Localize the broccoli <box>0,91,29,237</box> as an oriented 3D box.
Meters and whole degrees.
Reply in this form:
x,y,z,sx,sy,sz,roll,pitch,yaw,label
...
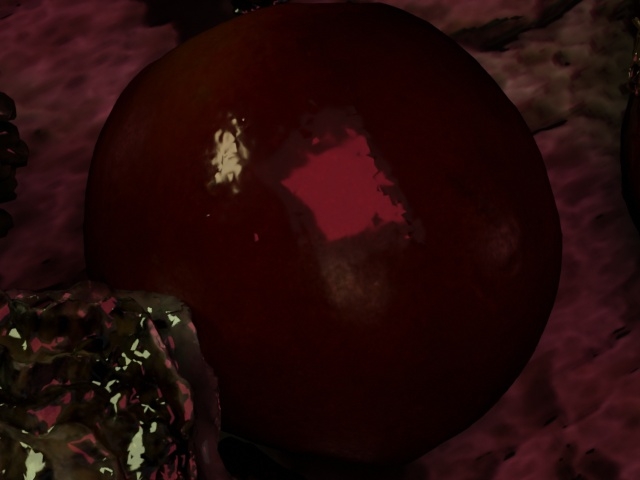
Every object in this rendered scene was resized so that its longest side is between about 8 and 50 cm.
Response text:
x,y,z,sx,sy,sz,roll,pitch,yaw,label
-0.312,-0.067,0.802,0.272,0.334,0.324,-27,65,-39,broccoli

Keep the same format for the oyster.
x,y,z,sx,sy,sz,roll,pitch,yaw,label
-0.161,0.131,0.780,0.267,0.112,0.198,-26,70,10,oyster

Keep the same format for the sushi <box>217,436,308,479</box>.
x,y,z,sx,sy,sz,roll,pitch,yaw,label
-0.061,0.209,0.826,0.126,0.136,0.225,37,74,7,sushi

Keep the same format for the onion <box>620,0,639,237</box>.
x,y,z,sx,sy,sz,roll,pitch,yaw,label
0.258,-0.078,0.904,0.281,0.221,0.281,17,53,-24,onion

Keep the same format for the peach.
x,y,z,sx,sy,sz,roll,pitch,yaw,label
0.000,0.000,0.866,0.243,0.199,0.243,-1,80,3,peach

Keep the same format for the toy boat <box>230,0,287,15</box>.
x,y,z,sx,sy,sz,roll,pitch,yaw,label
-0.086,-0.354,1.014,0.162,0.136,0.445,-16,72,-14,toy boat
